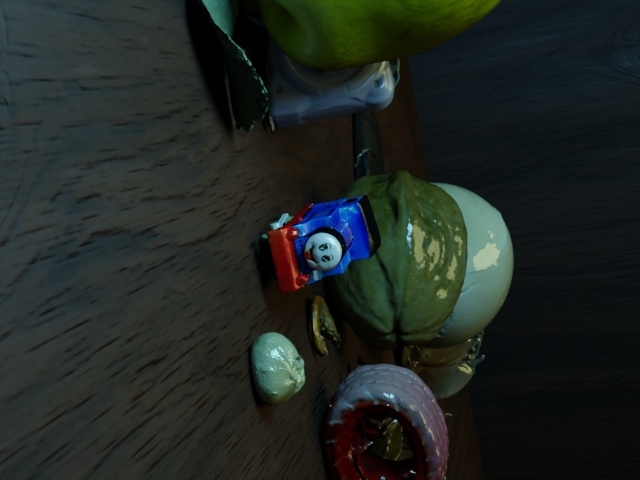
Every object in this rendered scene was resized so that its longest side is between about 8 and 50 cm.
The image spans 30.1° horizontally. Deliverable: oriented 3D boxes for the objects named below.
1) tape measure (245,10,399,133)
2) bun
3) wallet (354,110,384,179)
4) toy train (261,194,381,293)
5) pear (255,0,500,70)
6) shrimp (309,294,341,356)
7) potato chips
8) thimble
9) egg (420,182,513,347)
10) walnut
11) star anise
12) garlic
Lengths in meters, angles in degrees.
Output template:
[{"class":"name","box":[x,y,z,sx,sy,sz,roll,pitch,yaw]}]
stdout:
[{"class":"tape measure","box":[0.005,-0.255,1.647,0.105,0.196,0.178,72,3,-77]},{"class":"bun","box":[-0.046,0.146,1.370,0.086,0.054,0.086,-11,90,-78]},{"class":"wallet","box":[0.104,-0.164,2.437,0.165,0.042,0.310,70,15,-48]},{"class":"toy train","box":[0.000,0.000,1.534,0.204,0.131,0.083,-51,130,-75]},{"class":"pear","box":[0.087,-0.407,1.467,0.362,0.418,0.362,49,-6,7]},{"class":"shrimp","box":[0.007,0.136,1.725,0.127,0.025,0.091,58,25,-52]},{"class":"potato chips","box":[-0.110,-0.253,1.401,0.167,0.059,0.228,63,13,-76]},{"class":"thimble","box":[0.089,0.273,1.664,0.190,0.163,0.125,64,14,-9]},{"class":"egg","box":[0.208,0.053,2.168,0.345,0.283,0.283,86,2,-54]},{"class":"walnut","box":[0.118,0.027,1.860,0.283,0.227,0.283,-1,90,-87]},{"class":"star anise","box":[0.104,0.273,1.884,0.212,0.111,0.196,-33,94,-46]},{"class":"garlic","box":[0.238,0.212,2.486,0.143,0.178,0.229,-141,-131,-73]}]
